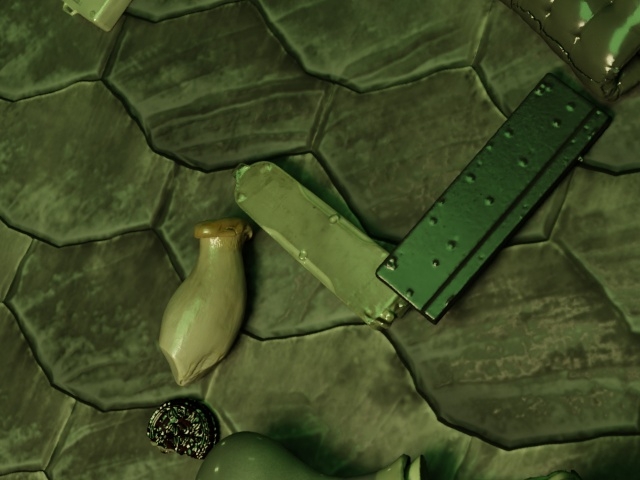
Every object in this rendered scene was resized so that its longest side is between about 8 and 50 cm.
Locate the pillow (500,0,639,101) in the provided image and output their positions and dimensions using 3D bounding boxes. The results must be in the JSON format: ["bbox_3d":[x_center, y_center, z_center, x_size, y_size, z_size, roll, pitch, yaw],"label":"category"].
[{"bbox_3d":[0.369,-0.334,1.252,0.326,0.101,0.228,-41,63,7],"label":"pillow"}]

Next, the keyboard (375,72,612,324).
[{"bbox_3d":[0.196,-0.048,1.269,0.101,0.018,0.310,39,85,19],"label":"keyboard"}]

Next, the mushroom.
[{"bbox_3d":[-0.138,0.071,1.357,0.088,0.097,0.213,13,87,57],"label":"mushroom"}]

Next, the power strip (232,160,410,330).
[{"bbox_3d":[-0.001,-0.001,1.345,0.286,0.048,0.080,40,88,24],"label":"power strip"}]

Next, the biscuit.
[{"bbox_3d":[-0.166,0.233,1.369,0.087,0.027,0.089,-37,68,9],"label":"biscuit"}]

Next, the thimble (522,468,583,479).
[{"bbox_3d":[0.263,0.324,1.073,0.219,0.219,0.150,33,90,25],"label":"thimble"}]

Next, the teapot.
[{"bbox_3d":[-0.007,0.292,1.223,0.250,0.183,0.184,-7,75,10],"label":"teapot"}]

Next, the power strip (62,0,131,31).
[{"bbox_3d":[-0.232,-0.454,1.545,0.106,0.043,0.367,38,94,24],"label":"power strip"}]
